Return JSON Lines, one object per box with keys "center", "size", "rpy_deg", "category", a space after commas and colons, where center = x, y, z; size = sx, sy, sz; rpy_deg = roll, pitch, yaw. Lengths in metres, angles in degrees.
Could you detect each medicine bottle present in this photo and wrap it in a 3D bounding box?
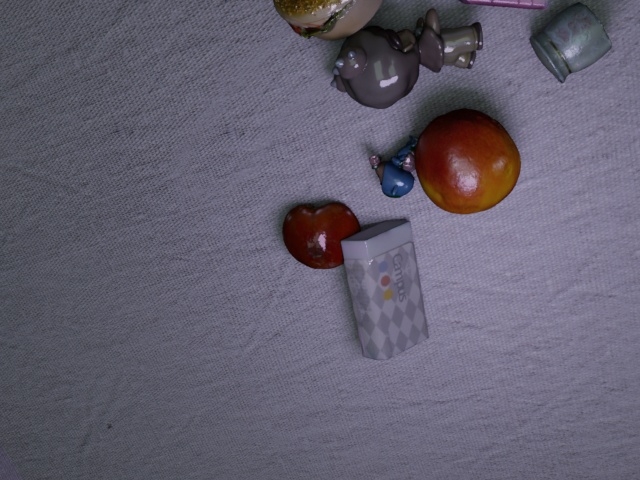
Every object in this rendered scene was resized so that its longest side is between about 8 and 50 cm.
{"center": [0.603, -0.476, 1.398], "size": [0.143, 0.147, 0.147], "rpy_deg": [-36, 103, 23], "category": "medicine bottle"}

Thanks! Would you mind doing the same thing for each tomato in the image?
{"center": [0.000, 0.000, 1.687], "size": [0.233, 0.140, 0.200], "rpy_deg": [-9, 117, 11], "category": "tomato"}

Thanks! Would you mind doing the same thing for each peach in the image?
{"center": [0.380, -0.206, 1.493], "size": [0.280, 0.238, 0.281], "rpy_deg": [8, 112, 19], "category": "peach"}

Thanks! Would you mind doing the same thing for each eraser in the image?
{"center": [0.198, 0.151, 1.721], "size": [0.213, 0.082, 0.397], "rpy_deg": [-22, 113, -26], "category": "eraser"}

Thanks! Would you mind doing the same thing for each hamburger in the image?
{"center": [0.021, -0.617, 1.348], "size": [0.302, 0.170, 0.302], "rpy_deg": [-11, 71, 35], "category": "hamburger"}

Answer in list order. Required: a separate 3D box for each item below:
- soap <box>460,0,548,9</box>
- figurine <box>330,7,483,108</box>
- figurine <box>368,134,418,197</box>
{"center": [0.386, -0.665, 1.372], "size": [0.323, 0.109, 0.193], "rpy_deg": [8, 113, 6], "category": "soap"}
{"center": [0.210, -0.450, 1.443], "size": [0.380, 0.248, 0.203], "rpy_deg": [-14, 96, -1], "category": "figurine"}
{"center": [0.207, -0.211, 1.595], "size": [0.144, 0.114, 0.178], "rpy_deg": [26, 102, 4], "category": "figurine"}
